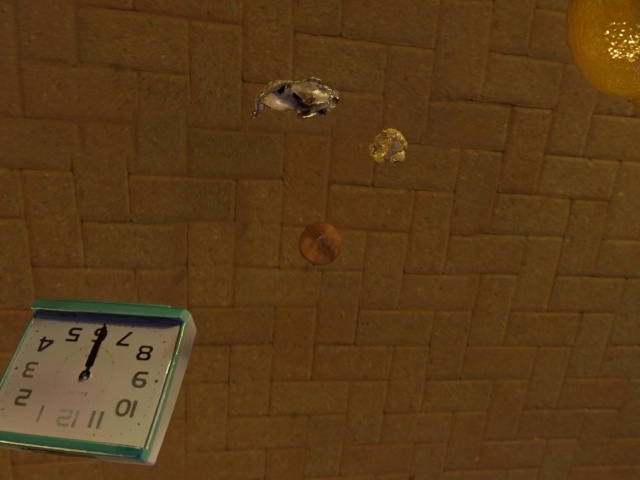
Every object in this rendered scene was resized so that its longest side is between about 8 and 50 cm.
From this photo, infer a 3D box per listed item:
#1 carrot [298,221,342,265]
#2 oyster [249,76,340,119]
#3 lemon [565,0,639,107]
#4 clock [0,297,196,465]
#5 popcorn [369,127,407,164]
[{"bbox_3d":[0.000,0.000,0.755,0.072,0.205,0.072,0,86,0],"label":"carrot"},{"bbox_3d":[-0.054,-0.251,0.878,0.106,0.200,0.061,47,61,-55],"label":"oyster"},{"bbox_3d":[0.440,-0.300,0.712,0.188,0.188,0.256,-24,103,-2],"label":"lemon"},{"bbox_3d":[-0.339,0.214,0.796,0.263,0.231,0.116,2,146,10],"label":"clock"},{"bbox_3d":[0.153,-0.205,1.124,0.084,0.084,0.084,-4,111,-11],"label":"popcorn"}]
